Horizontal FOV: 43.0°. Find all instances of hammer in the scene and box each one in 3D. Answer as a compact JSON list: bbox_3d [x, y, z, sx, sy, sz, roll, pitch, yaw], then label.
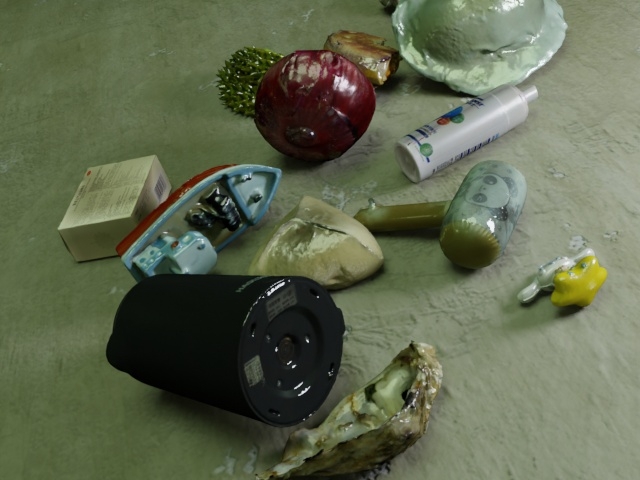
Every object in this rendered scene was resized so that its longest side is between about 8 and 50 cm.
[{"bbox_3d":[0.188,-0.044,1.389,0.305,0.113,0.202,-1,38,35],"label":"hammer"}]

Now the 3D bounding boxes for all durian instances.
[{"bbox_3d":[-0.120,-0.370,1.917,0.355,0.157,0.169,23,19,38],"label":"durian"}]

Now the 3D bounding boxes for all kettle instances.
[{"bbox_3d":[-0.132,0.121,1.202,0.308,0.203,0.262,3,50,42],"label":"kettle"}]

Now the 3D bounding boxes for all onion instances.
[{"bbox_3d":[-0.015,-0.262,1.618,0.246,0.246,0.190,-4,51,18],"label":"onion"}]

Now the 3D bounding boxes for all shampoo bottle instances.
[{"bbox_3d":[0.288,-0.218,1.547,0.303,0.092,0.092,-29,39,-11],"label":"shampoo bottle"}]

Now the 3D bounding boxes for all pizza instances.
[{"bbox_3d":[0.092,-0.414,1.860,0.161,0.086,0.305,-3,28,-16],"label":"pizza"}]

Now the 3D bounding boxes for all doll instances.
[{"bbox_3d":[0.373,0.054,1.220,0.135,0.071,0.113,-40,24,-33],"label":"doll"}]

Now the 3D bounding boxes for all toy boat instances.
[{"bbox_3d":[-0.204,-0.030,1.483,0.332,0.145,0.133,-43,44,-18],"label":"toy boat"}]

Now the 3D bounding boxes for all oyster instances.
[{"bbox_3d":[0.048,0.254,1.105,0.294,0.094,0.166,-30,20,2],"label":"oyster"}]

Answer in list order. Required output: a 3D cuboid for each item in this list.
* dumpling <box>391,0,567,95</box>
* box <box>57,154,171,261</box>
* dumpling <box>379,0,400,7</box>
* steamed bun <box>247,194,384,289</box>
[{"bbox_3d":[0.330,-0.461,1.729,0.320,0.212,0.270,-6,42,33],"label":"dumpling"},{"bbox_3d":[-0.417,-0.068,1.661,0.168,0.095,0.212,-7,39,12],"label":"box"},{"bbox_3d":[0.219,-0.635,2.064,0.136,0.118,0.199,-34,19,-21],"label":"dumpling"},{"bbox_3d":[-0.028,0.012,1.392,0.212,0.110,0.231,-38,40,-18],"label":"steamed bun"}]
